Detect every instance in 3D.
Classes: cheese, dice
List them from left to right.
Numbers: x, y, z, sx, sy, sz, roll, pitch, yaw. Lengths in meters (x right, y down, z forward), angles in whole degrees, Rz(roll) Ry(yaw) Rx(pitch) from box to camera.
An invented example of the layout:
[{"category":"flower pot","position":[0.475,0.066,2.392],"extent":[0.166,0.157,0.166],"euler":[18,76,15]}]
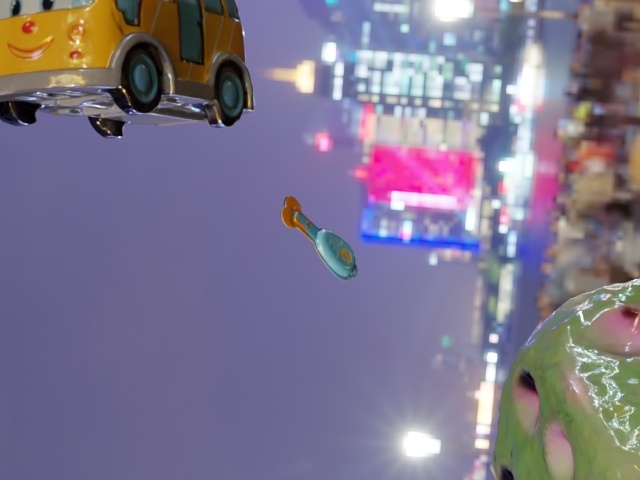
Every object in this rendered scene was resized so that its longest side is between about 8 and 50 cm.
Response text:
[{"category":"cheese","position":[0.001,0.000,1.522],"extent":[0.111,0.017,0.047],"euler":[44,-142,-25]},{"category":"dice","position":[0.361,0.239,1.481],"extent":[0.322,0.330,0.318],"euler":[-115,19,-49]}]

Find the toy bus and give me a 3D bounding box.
[{"category":"toy bus","position":[-0.143,-0.147,1.095],"extent":[0.209,0.126,0.136],"euler":[1,-93,-60]}]
